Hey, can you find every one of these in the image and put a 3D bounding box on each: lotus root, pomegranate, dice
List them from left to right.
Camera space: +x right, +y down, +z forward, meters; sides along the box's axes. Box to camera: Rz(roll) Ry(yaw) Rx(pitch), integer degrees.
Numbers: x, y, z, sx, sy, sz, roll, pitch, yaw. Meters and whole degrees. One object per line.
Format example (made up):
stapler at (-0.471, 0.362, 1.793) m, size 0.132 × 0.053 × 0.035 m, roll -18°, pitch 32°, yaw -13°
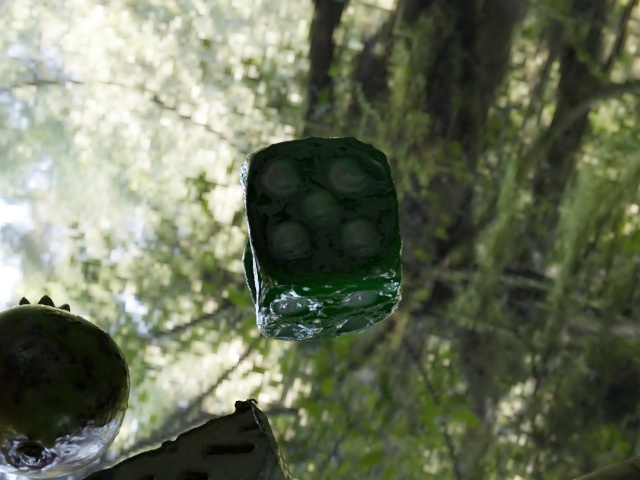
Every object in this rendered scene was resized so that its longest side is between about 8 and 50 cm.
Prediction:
pomegranate at (-0.248, 0.121, 1.325) m, size 0.159 × 0.159 × 0.205 m, roll 6°, pitch -150°, yaw -15°
lotus root at (-0.068, 0.186, 0.948) m, size 0.143 × 0.144 × 0.070 m, roll -32°, pitch -137°, yaw 6°
dice at (0.000, 0.000, 1.171) m, size 0.120 × 0.128 × 0.131 m, roll -5°, pitch -115°, yaw -7°

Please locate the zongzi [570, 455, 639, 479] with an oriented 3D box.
zongzi at (0.182, 0.293, 1.126) m, size 0.218 × 0.467 × 0.500 m, roll 51°, pitch -164°, yaw 6°
